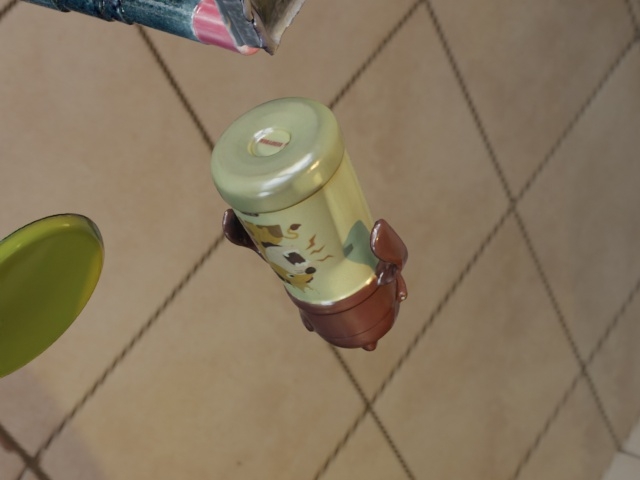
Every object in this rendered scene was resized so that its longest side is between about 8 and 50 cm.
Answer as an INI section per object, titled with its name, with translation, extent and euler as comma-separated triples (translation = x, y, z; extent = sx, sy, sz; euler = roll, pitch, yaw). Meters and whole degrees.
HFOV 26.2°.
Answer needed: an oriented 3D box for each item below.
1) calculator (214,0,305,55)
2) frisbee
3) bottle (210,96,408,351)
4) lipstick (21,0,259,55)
[calculator]
translation = 0.001, -0.237, 0.679
extent = 0.262, 0.021, 0.161
euler = -60, 143, -27
[frisbee]
translation = -0.320, 0.068, 1.466
extent = 0.236, 0.017, 0.236
euler = -40, 157, -21
[bottle]
translation = 0.001, 0.001, 0.486
extent = 0.047, 0.063, 0.101
euler = -39, 132, -14
[lipstick]
translation = -0.148, -0.177, 1.015
extent = 0.053, 0.234, 0.053
euler = -52, 154, -39
